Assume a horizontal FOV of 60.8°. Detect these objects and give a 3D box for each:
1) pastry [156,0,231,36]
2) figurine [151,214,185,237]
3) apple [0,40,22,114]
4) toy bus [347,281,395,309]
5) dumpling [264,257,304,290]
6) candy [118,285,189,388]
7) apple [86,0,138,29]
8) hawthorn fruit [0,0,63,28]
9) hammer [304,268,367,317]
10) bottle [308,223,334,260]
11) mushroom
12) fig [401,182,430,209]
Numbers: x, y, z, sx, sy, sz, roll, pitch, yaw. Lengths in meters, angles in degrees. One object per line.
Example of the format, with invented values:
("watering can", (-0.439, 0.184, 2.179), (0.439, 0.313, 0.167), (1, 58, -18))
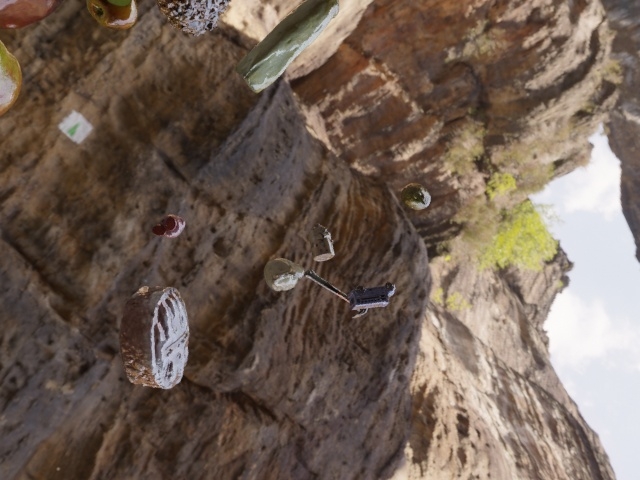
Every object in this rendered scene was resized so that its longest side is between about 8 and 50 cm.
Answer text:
("pastry", (-0.443, -0.836, 1.851), (0.275, 0.275, 0.193), (-42, -112, -1))
("figurine", (-0.425, -0.039, 1.536), (0.084, 0.066, 0.071), (-13, -168, 11))
("apple", (-0.994, -0.475, 1.513), (0.302, 0.301, 0.301), (-30, -150, 19))
("toy bus", (0.185, 0.200, 1.935), (0.073, 0.168, 0.076), (119, -38, -60))
("dumpling", (-0.123, 0.116, 1.863), (0.136, 0.118, 0.199), (-6, -176, -8))
("candy", (-0.450, 0.262, 1.481), (0.157, 0.289, 0.214), (4, -161, 11))
("apple", (-0.497, -0.558, 1.303), (0.102, 0.114, 0.099), (-33, -171, -34))
("hawthorn fruit", (-0.618, -0.561, 1.005), (0.308, 0.309, 0.324), (-100, -149, -58))
("hammer", (0.061, 0.189, 2.023), (0.033, 0.288, 0.111), (-37, -155, 45))
("bottle", (-0.001, 0.000, 2.228), (0.099, 0.099, 0.152), (-23, -112, 30))
("mushroom", (-0.072, -0.492, 1.333), (0.312, 0.100, 0.081), (-46, -128, -2))
("fig", (0.281, -0.131, 1.606), (0.082, 0.084, 0.098), (-24, 173, 1))
